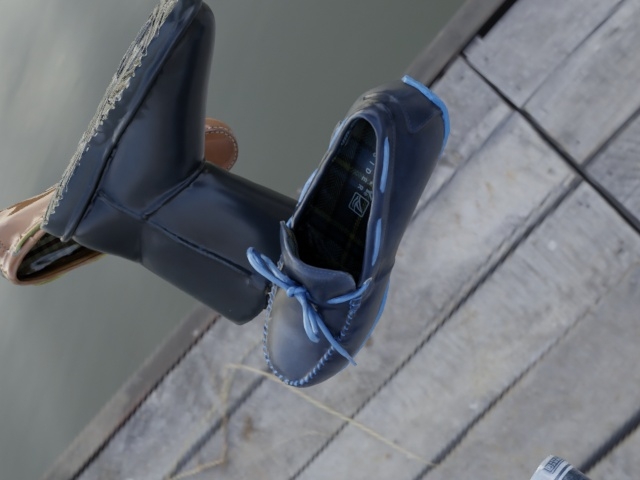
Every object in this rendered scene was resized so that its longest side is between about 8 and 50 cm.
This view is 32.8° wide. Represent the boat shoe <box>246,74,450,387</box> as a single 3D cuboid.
[{"bbox_3d":[0.000,0.000,0.771,0.109,0.089,0.258,30,121,25],"label":"boat shoe"}]

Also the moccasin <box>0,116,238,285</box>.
[{"bbox_3d":[-0.273,-0.055,1.499,0.380,0.139,0.147,-26,37,-25],"label":"moccasin"}]

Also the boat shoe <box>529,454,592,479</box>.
[{"bbox_3d":[0.168,0.254,0.804,0.083,0.065,0.183,30,116,27],"label":"boat shoe"}]

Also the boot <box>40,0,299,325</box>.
[{"bbox_3d":[-0.083,-0.059,0.872,0.246,0.207,0.094,-56,21,25],"label":"boot"}]
